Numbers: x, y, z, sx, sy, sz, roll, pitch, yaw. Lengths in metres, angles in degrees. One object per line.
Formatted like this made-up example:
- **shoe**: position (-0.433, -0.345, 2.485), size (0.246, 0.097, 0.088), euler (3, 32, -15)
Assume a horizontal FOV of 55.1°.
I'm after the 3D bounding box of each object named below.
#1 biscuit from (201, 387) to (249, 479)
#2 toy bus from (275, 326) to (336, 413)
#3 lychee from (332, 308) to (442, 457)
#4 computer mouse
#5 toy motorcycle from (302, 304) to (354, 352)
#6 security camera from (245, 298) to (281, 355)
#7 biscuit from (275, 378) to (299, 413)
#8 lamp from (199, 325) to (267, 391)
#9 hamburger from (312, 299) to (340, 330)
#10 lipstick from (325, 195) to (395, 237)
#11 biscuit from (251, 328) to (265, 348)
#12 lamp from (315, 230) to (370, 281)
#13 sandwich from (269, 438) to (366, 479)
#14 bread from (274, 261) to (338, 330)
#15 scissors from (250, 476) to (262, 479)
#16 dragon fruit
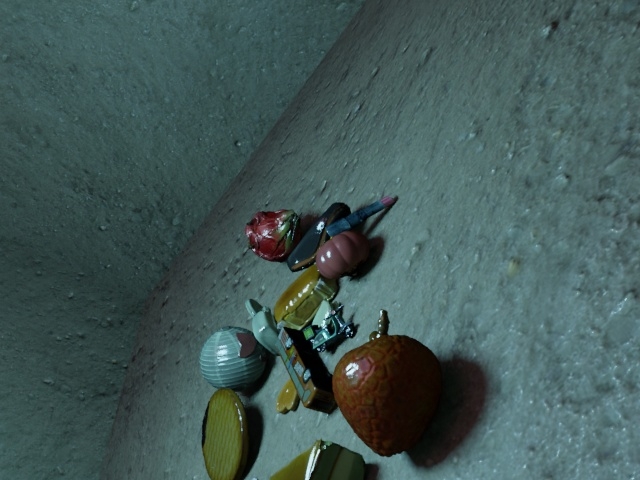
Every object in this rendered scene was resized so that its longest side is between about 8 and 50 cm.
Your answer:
- **biscuit**: position (-0.316, 0.649, 2.023), size (0.318, 0.040, 0.318), euler (-16, 71, 55)
- **toy bus**: position (-0.045, 0.375, 1.832), size (0.092, 0.093, 0.409), euler (-66, 21, 9)
- **lychee**: position (0.139, 0.306, 1.329), size (0.255, 0.255, 0.300), euler (-38, 64, 43)
- **computer mouse**: position (0.004, 0.003, 2.090), size (0.323, 0.116, 0.183), euler (-51, -9, 36)
- **toy motorcycle**: position (0.029, 0.267, 1.813), size (0.173, 0.058, 0.100), euler (-37, 66, 32)
- **security camera**: position (-0.182, 0.285, 2.151), size (0.080, 0.157, 0.301), euler (-44, 25, 5)
- **biscuit**: position (-0.091, 0.480, 1.891), size (0.140, 0.023, 0.118), euler (-52, 24, 19)
- **lamp**: position (-0.308, 0.410, 2.156), size (0.265, 0.233, 0.233), euler (7, 70, 61)
- **hamburger**: position (0.018, 0.249, 1.900), size (0.121, 0.054, 0.084), euler (-58, 27, 14)
- **lipstick**: position (0.129, -0.075, 1.937), size (0.234, 0.053, 0.053), euler (-29, 28, 5)
- **biscuit**: position (-0.249, 0.392, 2.332), size (0.144, 0.016, 0.203), euler (-49, 26, 26)
- **lamp**: position (0.073, 0.052, 1.886), size (0.182, 0.140, 0.182), euler (-32, -14, -9)
- **sandwich**: position (-0.020, 0.587, 1.445), size (0.198, 0.155, 0.227), euler (-14, 50, 60)
- **bread**: position (-0.055, 0.190, 2.036), size (0.241, 0.107, 0.136), euler (-46, 25, 22)
- **scissors**: position (-0.211, 0.793, 1.791), size (0.100, 0.015, 0.189), euler (-15, 51, 57)
- **dragon fruit**: position (-0.172, -0.037, 2.389), size (0.293, 0.233, 0.234), euler (122, 163, -50)
